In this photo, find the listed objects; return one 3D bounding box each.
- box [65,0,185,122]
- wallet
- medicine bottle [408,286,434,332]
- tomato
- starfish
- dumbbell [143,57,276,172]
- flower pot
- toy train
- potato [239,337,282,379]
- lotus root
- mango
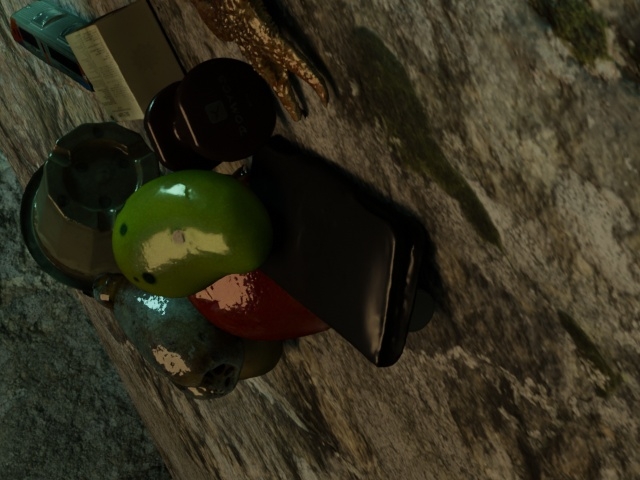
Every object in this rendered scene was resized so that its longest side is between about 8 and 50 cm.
[{"bbox_3d":[-0.302,-0.276,1.978,0.168,0.095,0.212,65,161,-14],"label":"box"},{"bbox_3d":[0.000,0.000,1.626,0.377,0.051,0.197,34,122,51],"label":"wallet"},{"bbox_3d":[0.095,0.074,1.585,0.091,0.058,0.058,31,147,53],"label":"medicine bottle"},{"bbox_3d":[-0.121,0.051,1.911,0.309,0.170,0.309,48,158,27],"label":"tomato"},{"bbox_3d":[-0.095,-0.268,1.538,0.302,0.060,0.299,57,158,2],"label":"starfish"},{"bbox_3d":[-0.155,-0.167,1.730,0.140,0.124,0.225,66,160,-5],"label":"dumbbell"},{"bbox_3d":[-0.368,-0.075,2.127,0.290,0.290,0.259,55,162,9],"label":"flower pot"},{"bbox_3d":[-0.460,-0.361,2.250,0.409,0.086,0.089,34,148,51],"label":"toy train"},{"bbox_3d":[-0.124,0.148,2.133,0.157,0.157,0.194,53,145,16],"label":"potato"},{"bbox_3d":[-0.245,0.128,2.041,0.322,0.140,0.158,40,173,33],"label":"lotus root"},{"bbox_3d":[-0.178,-0.010,1.738,0.293,0.143,0.175,-7,91,46],"label":"mango"}]
